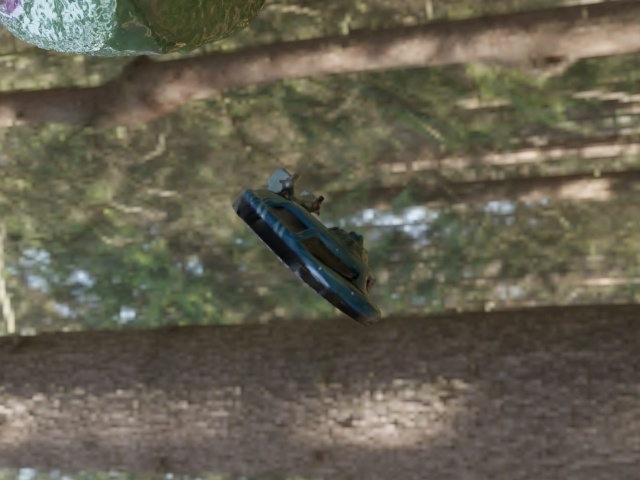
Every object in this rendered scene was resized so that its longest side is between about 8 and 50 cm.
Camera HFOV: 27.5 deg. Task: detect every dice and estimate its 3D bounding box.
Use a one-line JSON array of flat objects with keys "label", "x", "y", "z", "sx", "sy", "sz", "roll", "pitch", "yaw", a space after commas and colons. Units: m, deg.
[{"label": "dice", "x": -0.260, "y": -0.434, "z": 1.732, "sx": 0.318, "sy": 0.322, "sz": 0.330, "roll": -26, "pitch": -53, "yaw": -46}]

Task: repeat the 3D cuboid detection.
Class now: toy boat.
[{"label": "toy boat", "x": 0.000, "y": 0.000, "z": 1.638, "sx": 0.092, "sy": 0.299, "sz": 0.134, "roll": -50, "pitch": -54, "yaw": 2}]
